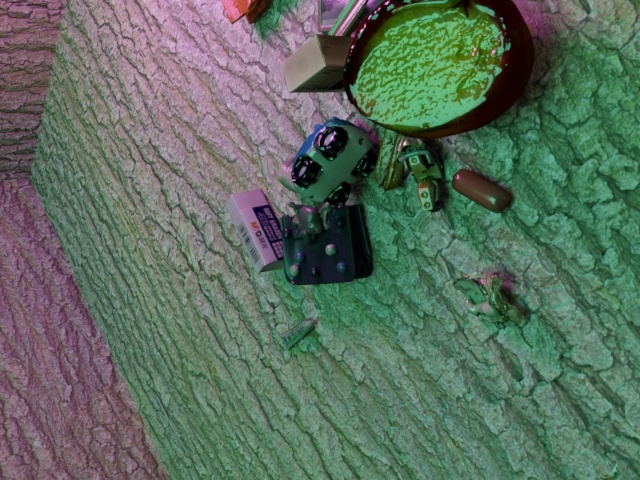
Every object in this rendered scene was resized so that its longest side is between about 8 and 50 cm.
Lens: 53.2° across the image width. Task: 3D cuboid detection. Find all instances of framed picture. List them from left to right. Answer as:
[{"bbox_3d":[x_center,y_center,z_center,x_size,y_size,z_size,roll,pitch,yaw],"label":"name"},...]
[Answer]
[{"bbox_3d":[0.093,-0.695,1.771,0.289,0.016,0.213,15,109,46],"label":"framed picture"}]

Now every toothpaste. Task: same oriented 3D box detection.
[{"bbox_3d":[-0.079,0.315,2.177,0.218,0.041,0.064,-43,72,48],"label":"toothpaste"}]

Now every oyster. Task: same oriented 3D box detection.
[{"bbox_3d":[0.416,0.143,1.559,0.191,0.081,0.163,51,159,30],"label":"oyster"}]

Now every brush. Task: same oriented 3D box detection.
[{"bbox_3d":[0.116,-0.645,1.712,0.054,0.048,0.282,54,126,22],"label":"brush"}]

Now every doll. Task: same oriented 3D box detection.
[{"bbox_3d":[-0.060,-0.203,1.996,0.192,0.095,0.149,17,108,48],"label":"doll"}]

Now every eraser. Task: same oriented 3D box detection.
[{"bbox_3d":[-0.208,-0.035,2.175,0.086,0.130,0.287,-47,65,47],"label":"eraser"}]

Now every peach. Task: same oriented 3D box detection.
[{"bbox_3d":[0.264,-0.398,1.415,0.406,0.310,0.334,-12,102,35],"label":"peach"}]

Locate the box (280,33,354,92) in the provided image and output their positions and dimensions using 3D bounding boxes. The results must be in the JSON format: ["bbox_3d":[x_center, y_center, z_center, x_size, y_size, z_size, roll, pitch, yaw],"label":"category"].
[{"bbox_3d":[0.026,-0.477,1.746,0.168,0.212,0.095,-21,83,49],"label":"box"}]

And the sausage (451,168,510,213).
[{"bbox_3d":[0.384,-0.119,1.535,0.154,0.062,0.062,38,125,38],"label":"sausage"}]

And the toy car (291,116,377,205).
[{"bbox_3d":[0.026,-0.234,1.815,0.255,0.189,0.190,-51,37,18],"label":"toy car"}]

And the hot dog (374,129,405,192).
[{"bbox_3d":[0.201,-0.236,1.717,0.092,0.062,0.235,36,121,38],"label":"hot dog"}]

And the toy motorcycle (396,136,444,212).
[{"bbox_3d":[0.253,-0.181,1.618,0.094,0.130,0.229,-12,89,29],"label":"toy motorcycle"}]

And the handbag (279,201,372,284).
[{"bbox_3d":[0.000,0.000,1.962,0.326,0.118,0.268,-9,91,47],"label":"handbag"}]

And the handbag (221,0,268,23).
[{"bbox_3d":[-0.187,-0.900,1.975,0.410,0.116,0.303,-31,78,48],"label":"handbag"}]
